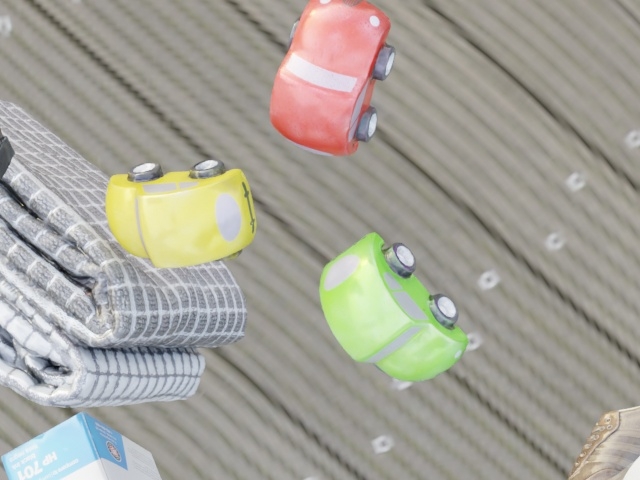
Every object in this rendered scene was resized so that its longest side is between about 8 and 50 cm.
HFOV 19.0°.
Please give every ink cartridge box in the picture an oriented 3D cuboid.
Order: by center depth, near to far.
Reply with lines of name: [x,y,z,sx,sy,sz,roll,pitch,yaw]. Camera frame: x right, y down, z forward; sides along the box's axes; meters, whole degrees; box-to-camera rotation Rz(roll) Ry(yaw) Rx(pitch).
ink cartridge box: [-0.155,0.244,1.468,0.082,0.139,0.190,-27,64,8]

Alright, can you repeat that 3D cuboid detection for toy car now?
toy car: [0.000,0.000,1.139,0.239,0.053,0.225,-38,96,31]

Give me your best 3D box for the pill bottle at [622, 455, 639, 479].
pill bottle: [0.242,0.205,1.001,0.121,0.121,0.221,-13,44,-9]

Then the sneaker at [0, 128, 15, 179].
sneaker: [-0.208,-0.040,1.018,0.058,0.152,0.084,-2,123,13]

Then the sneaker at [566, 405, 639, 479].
sneaker: [0.260,0.194,1.700,0.188,0.066,0.071,-34,58,-15]

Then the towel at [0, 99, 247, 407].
towel: [-0.201,-0.009,1.325,0.284,0.235,0.121,40,101,14]
